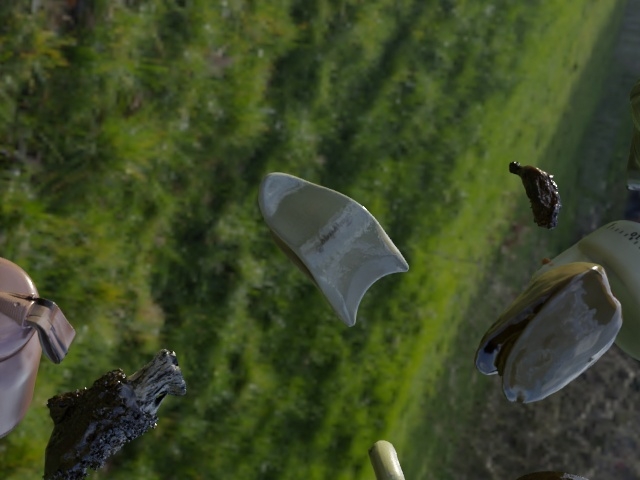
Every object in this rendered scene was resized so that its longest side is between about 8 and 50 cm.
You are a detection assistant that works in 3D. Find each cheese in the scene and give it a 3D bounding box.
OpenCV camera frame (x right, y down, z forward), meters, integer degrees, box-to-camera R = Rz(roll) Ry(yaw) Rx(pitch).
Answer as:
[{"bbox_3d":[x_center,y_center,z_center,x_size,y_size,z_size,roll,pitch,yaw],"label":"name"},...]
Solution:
[{"bbox_3d":[0.128,0.436,2.031,0.235,0.049,0.127,-127,-157,-82],"label":"cheese"}]

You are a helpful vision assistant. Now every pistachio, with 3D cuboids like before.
[{"bbox_3d":[0.291,0.114,1.492,0.206,0.129,0.131,-39,133,-12],"label":"pistachio"}]

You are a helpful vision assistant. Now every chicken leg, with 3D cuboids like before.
[{"bbox_3d":[0.304,-0.071,1.664,0.062,0.037,0.145,113,-30,-45],"label":"chicken leg"}]

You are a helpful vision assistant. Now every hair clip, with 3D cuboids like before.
[{"bbox_3d":[0.006,-0.006,2.093,0.172,0.282,0.113,-42,159,-26],"label":"hair clip"}]

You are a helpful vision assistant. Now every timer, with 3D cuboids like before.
[{"bbox_3d":[0.475,0.088,1.849,0.233,0.240,0.233,56,-11,17],"label":"timer"}]

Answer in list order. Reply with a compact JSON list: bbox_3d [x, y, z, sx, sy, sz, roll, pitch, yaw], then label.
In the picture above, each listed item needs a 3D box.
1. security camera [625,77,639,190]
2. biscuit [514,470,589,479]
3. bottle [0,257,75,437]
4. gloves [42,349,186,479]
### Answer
[{"bbox_3d":[0.620,-0.201,1.995,0.277,0.191,0.197,60,42,-61],"label":"security camera"},{"bbox_3d":[0.345,0.398,1.671,0.236,0.180,0.039,64,28,-42],"label":"biscuit"},{"bbox_3d":[-0.442,0.147,1.575,0.297,0.206,0.173,118,-6,-50],"label":"bottle"},{"bbox_3d":[-0.380,0.310,2.100,0.312,0.135,0.210,-42,-158,-17],"label":"gloves"}]
